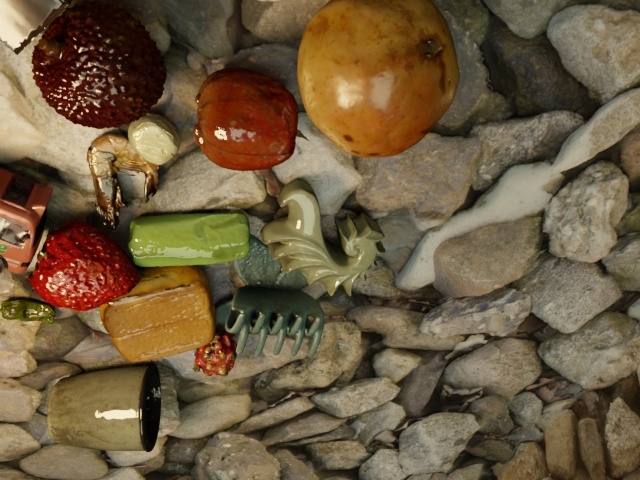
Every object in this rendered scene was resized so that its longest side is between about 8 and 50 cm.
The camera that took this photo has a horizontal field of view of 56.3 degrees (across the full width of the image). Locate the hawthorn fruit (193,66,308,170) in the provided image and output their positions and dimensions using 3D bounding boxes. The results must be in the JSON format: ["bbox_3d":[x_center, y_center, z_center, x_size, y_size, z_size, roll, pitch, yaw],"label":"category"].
[{"bbox_3d":[-0.178,-0.290,1.440,0.261,0.258,0.258,6,132,11],"label":"hawthorn fruit"}]

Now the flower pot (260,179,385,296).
[{"bbox_3d":[0.000,0.000,1.779,0.367,0.164,0.254,27,110,-25],"label":"flower pot"}]

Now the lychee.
[{"bbox_3d":[-0.476,-0.374,1.295,0.275,0.276,0.304,-35,160,18],"label":"lychee"}]

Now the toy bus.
[{"bbox_3d":[-0.901,-0.099,1.486,0.427,0.203,0.233,25,117,-26],"label":"toy bus"}]

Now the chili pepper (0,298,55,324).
[{"bbox_3d":[-0.924,0.213,1.835,0.204,0.073,0.072,14,109,-36],"label":"chili pepper"}]

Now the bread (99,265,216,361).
[{"bbox_3d":[-0.500,0.219,1.874,0.337,0.148,0.328,-14,133,-9],"label":"bread"}]

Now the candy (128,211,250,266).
[{"bbox_3d":[-0.374,-0.004,1.716,0.343,0.142,0.132,-4,121,-10],"label":"candy"}]

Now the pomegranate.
[{"bbox_3d":[0.107,-0.382,1.356,0.410,0.410,0.410,-6,131,-7],"label":"pomegranate"}]

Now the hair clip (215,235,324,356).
[{"bbox_3d":[-0.151,0.219,1.892,0.318,0.238,0.392,9,127,-22],"label":"hair clip"}]

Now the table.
[{"bbox_3d":[-0.618,-0.524,1.195,0.172,0.169,0.193,-34,127,17],"label":"table"}]

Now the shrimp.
[{"bbox_3d":[-0.521,-0.155,1.608,0.178,0.075,0.289,-5,118,-11],"label":"shrimp"}]

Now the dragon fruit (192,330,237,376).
[{"bbox_3d":[-0.362,0.382,2.034,0.166,0.160,0.172,-38,150,-25],"label":"dragon fruit"}]

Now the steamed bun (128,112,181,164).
[{"bbox_3d":[-0.423,-0.261,1.512,0.112,0.091,0.130,-37,125,14],"label":"steamed bun"}]

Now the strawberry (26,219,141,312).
[{"bbox_3d":[-0.638,0.078,1.647,0.277,0.257,0.257,18,124,-20],"label":"strawberry"}]

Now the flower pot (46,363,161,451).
[{"bbox_3d":[-0.737,0.575,2.061,0.330,0.293,0.294,1,130,-3],"label":"flower pot"}]

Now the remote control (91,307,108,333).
[{"bbox_3d":[-0.676,0.196,1.889,0.097,0.045,0.256,-9,129,-15],"label":"remote control"}]
